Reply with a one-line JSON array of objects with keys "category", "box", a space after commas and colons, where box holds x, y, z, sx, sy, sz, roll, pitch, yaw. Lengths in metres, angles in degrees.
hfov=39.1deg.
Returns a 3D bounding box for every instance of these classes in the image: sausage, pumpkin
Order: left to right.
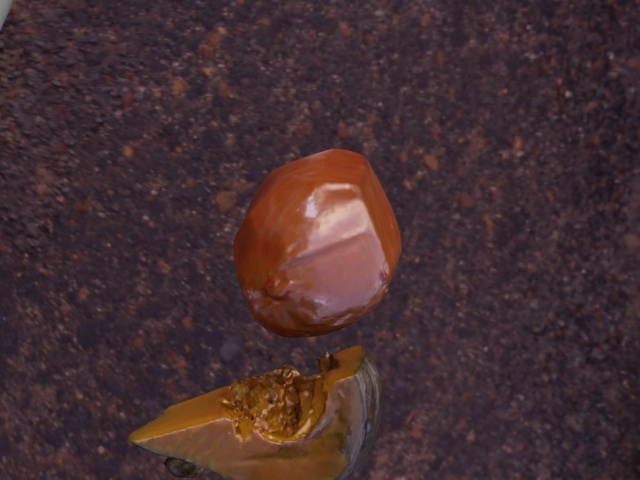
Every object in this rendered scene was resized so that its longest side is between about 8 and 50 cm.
[{"category": "pumpkin", "box": [-0.051, 0.202, 0.908, 0.248, 0.131, 0.126, -15, 101, 4]}, {"category": "sausage", "box": [0.001, -0.001, 0.895, 0.141, 0.268, 0.153, -23, 104, 13]}]

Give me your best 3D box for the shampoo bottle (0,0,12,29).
[{"category": "shampoo bottle", "box": [-0.308, -0.155, 0.707, 0.087, 0.118, 0.234, 47, 34, -41]}]
